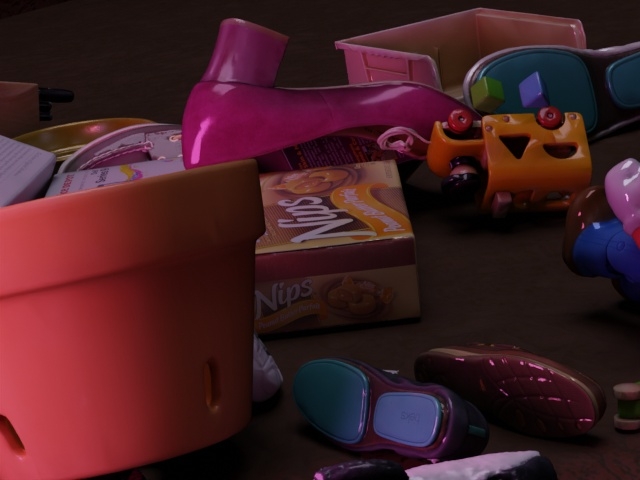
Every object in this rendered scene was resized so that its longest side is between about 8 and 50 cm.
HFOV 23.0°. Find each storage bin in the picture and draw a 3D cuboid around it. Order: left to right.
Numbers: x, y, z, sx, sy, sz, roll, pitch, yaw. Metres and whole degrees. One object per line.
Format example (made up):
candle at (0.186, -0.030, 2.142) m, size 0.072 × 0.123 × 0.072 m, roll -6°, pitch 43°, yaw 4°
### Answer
storage bin at (0.205, -0.242, 2.254) m, size 0.262 × 0.123 × 0.260 m, roll -16°, pitch 19°, yaw -28°

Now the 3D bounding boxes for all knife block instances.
knife block at (-0.451, -0.189, 2.186) m, size 0.088 × 0.275 × 0.242 m, roll 1°, pitch 49°, yaw 27°

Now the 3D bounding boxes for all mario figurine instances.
mario figurine at (0.354, 0.005, 1.312) m, size 0.198 × 0.170 × 0.320 m, roll -14°, pitch 16°, yaw -25°

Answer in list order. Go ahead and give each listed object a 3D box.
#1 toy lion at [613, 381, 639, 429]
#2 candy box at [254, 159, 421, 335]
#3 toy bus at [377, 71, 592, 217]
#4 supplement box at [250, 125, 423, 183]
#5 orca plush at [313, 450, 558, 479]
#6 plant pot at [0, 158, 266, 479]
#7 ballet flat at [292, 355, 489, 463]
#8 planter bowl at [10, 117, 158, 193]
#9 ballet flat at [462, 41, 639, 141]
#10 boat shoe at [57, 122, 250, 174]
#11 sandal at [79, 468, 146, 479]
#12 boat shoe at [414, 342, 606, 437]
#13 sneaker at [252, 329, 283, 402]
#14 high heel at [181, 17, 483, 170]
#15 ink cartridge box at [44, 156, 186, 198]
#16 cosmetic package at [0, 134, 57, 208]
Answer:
toy lion at (0.284, 0.120, 1.205) m, size 0.100 × 0.034 × 0.096 m, roll 2°, pitch 12°, yaw 30°
candy box at (0.000, 0.000, 1.611) m, size 0.183 × 0.087 × 0.316 m, roll -7°, pitch 17°, yaw 1°
toy bus at (0.197, -0.078, 1.722) m, size 0.202 × 0.104 × 0.191 m, roll -28°, pitch -36°, yaw 33°
supplement box at (0.021, -0.107, 1.887) m, size 0.188 × 0.104 × 0.081 m, roll -17°, pitch -18°, yaw -29°
orca plush at (0.010, 0.209, 0.912) m, size 0.287 × 0.151 × 0.102 m, roll -8°, pitch 48°, yaw -11°
plant pot at (-0.172, 0.064, 1.211) m, size 0.291 × 0.203 × 0.291 m, roll -11°, pitch 3°, yaw 1°
ballet flat at (0.057, 0.133, 1.208) m, size 0.074 × 0.074 × 0.203 m, roll -18°, pitch 14°, yaw -31°
planter bowl at (-0.307, -0.089, 2.030) m, size 0.217 × 0.090 × 0.217 m, roll -7°, pitch 18°, yaw 2°
ballet flat at (0.335, -0.190, 2.065) m, size 0.400 × 0.139 × 0.139 m, roll -12°, pitch 17°, yaw -28°
boat shoe at (-0.157, -0.085, 1.920) m, size 0.324 × 0.116 × 0.097 m, roll -8°, pitch 13°, yaw -22°
sandal at (-0.159, 0.184, 1.159) m, size 0.067 × 0.040 × 0.179 m, roll -12°, pitch 17°, yaw -18°
boat shoe at (0.154, 0.108, 1.235) m, size 0.060 × 0.064 × 0.178 m, roll -24°, pitch 21°, yaw -38°
sneaker at (-0.127, 0.100, 1.386) m, size 0.115 × 0.090 × 0.232 m, roll -45°, pitch 41°, yaw -16°
high heel at (0.028, -0.105, 1.791) m, size 0.377 × 0.181 × 0.127 m, roll 19°, pitch -14°, yaw -11°
ink cartridge box at (-0.202, -0.029, 1.788) m, size 0.212 × 0.093 × 0.154 m, roll -9°, pitch 18°, yaw 1°
cosmetic package at (-0.440, -0.046, 1.740) m, size 0.225 × 0.138 × 0.224 m, roll 20°, pitch 19°, yaw 0°
